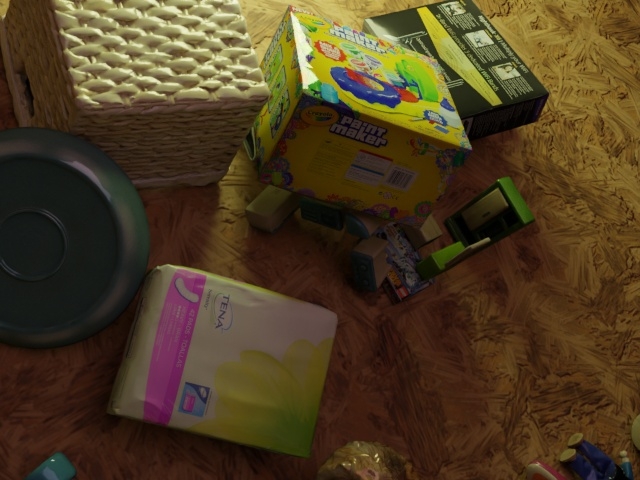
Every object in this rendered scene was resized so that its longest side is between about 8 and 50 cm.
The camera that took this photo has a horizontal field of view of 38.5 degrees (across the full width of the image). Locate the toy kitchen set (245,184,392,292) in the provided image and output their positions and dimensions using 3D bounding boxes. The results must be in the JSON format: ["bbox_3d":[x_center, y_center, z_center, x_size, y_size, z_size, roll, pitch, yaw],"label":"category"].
[{"bbox_3d":[0.000,0.000,1.576,0.207,0.166,0.122,19,48,30],"label":"toy kitchen set"}]

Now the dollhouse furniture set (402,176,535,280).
[{"bbox_3d":[0.213,-0.108,1.673,0.198,0.151,0.301,-21,78,-44],"label":"dollhouse furniture set"}]

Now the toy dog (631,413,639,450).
[{"bbox_3d":[0.707,0.460,1.685,0.220,0.161,0.333,-12,74,-31],"label":"toy dog"}]

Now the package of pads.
[{"bbox_3d":[-0.134,0.172,1.332,0.297,0.101,0.229,19,74,-19],"label":"package of pads"}]

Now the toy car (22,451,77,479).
[{"bbox_3d":[-0.305,0.381,1.138,0.219,0.238,0.210,51,51,2],"label":"toy car"}]

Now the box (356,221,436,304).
[{"bbox_3d":[0.137,0.038,1.659,0.094,0.027,0.137,-25,80,-35],"label":"box"}]

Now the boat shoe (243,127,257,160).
[{"bbox_3d":[-0.130,-0.224,1.624,0.063,0.066,0.184,-15,85,-33],"label":"boat shoe"}]

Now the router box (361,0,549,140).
[{"bbox_3d":[0.251,-0.330,1.772,0.243,0.081,0.308,-17,57,-19],"label":"router box"}]

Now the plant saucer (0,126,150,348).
[{"bbox_3d":[-0.398,0.003,1.268,0.318,0.043,0.317,-1,101,-4],"label":"plant saucer"}]

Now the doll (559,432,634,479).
[{"bbox_3d":[0.528,0.433,1.673,0.189,0.046,0.129,43,56,-4],"label":"doll"}]

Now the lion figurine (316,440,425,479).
[{"bbox_3d":[0.151,0.411,1.367,0.392,0.240,0.142,24,59,-17],"label":"lion figurine"}]

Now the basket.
[{"bbox_3d":[-0.291,-0.274,1.436,0.332,0.266,0.328,-8,71,-32],"label":"basket"}]

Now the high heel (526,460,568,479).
[{"bbox_3d":[0.462,0.466,1.612,0.244,0.082,0.117,47,39,7],"label":"high heel"}]

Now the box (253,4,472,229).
[{"bbox_3d":[0.054,-0.203,1.503,0.290,0.177,0.279,15,37,-21],"label":"box"}]

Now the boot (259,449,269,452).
[{"bbox_3d":[-0.141,0.206,1.409,0.209,0.076,0.189,20,74,-11],"label":"boot"}]
